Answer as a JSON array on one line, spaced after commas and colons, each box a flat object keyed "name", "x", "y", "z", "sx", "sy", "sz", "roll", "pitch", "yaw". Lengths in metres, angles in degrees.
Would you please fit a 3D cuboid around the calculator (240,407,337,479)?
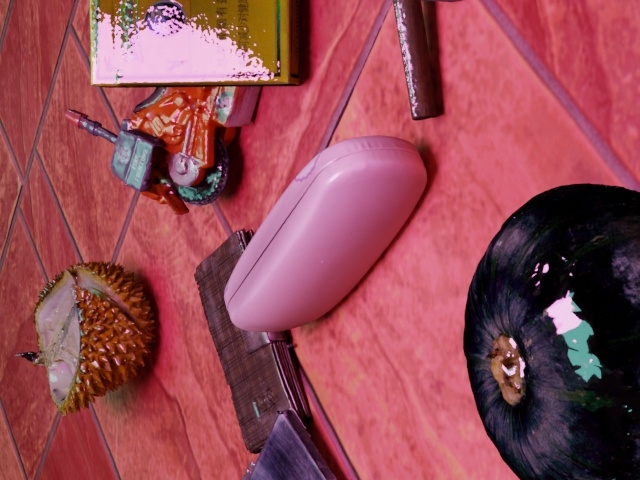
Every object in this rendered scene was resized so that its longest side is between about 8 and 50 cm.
[{"name": "calculator", "x": 0.000, "y": 0.315, "z": 1.454, "sx": 0.261, "sy": 0.021, "sz": 0.161, "roll": 54, "pitch": 136, "yaw": 32}]

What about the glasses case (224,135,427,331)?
[{"name": "glasses case", "x": 0.000, "y": 0.000, "z": 1.370, "sx": 0.297, "sy": 0.113, "sz": 0.075, "roll": -52, "pitch": 48, "yaw": 46}]

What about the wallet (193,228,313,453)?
[{"name": "wallet", "x": -0.077, "y": 0.113, "z": 1.571, "sx": 0.124, "sy": 0.042, "sz": 0.230, "roll": -39, "pitch": 61, "yaw": 50}]

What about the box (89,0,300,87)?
[{"name": "box", "x": -0.133, "y": -0.232, "z": 1.493, "sx": 0.064, "sy": 0.220, "sz": 0.141, "roll": -20, "pitch": -69, "yaw": -77}]

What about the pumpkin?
[{"name": "pumpkin", "x": 0.193, "y": 0.074, "z": 0.978, "sx": 0.233, "sy": 0.163, "sz": 0.233, "roll": 168, "pitch": 90, "yaw": -76}]

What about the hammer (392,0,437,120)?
[{"name": "hammer", "x": 0.067, "y": -0.291, "z": 1.278, "sx": 0.043, "sy": 0.111, "sz": 0.365, "roll": -9, "pitch": 91, "yaw": 24}]

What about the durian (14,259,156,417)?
[{"name": "durian", "x": -0.296, "y": 0.127, "z": 1.845, "sx": 0.237, "sy": 0.138, "sz": 0.193, "roll": -23, "pitch": 75, "yaw": 54}]

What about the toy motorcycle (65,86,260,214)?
[{"name": "toy motorcycle", "x": -0.163, "y": -0.203, "z": 1.609, "sx": 0.221, "sy": 0.148, "sz": 0.325, "roll": 29, "pitch": 113, "yaw": 29}]
